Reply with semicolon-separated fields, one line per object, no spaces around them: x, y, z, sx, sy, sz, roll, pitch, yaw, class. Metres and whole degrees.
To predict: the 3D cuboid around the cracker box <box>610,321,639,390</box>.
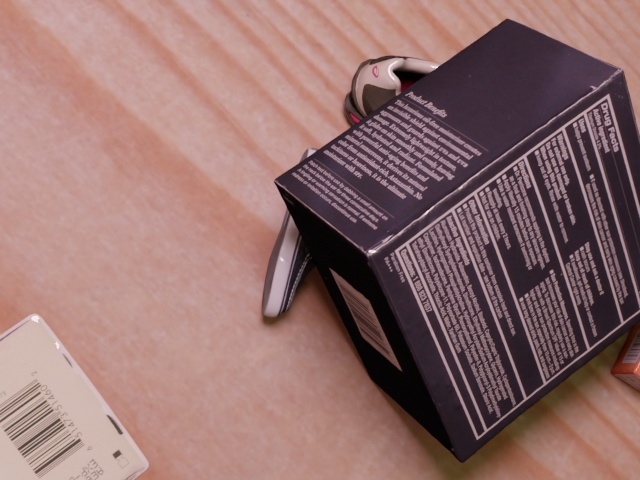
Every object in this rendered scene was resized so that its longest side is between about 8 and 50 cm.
0.459;0.136;1.482;0.232;0.067;0.155;31;79;-9;cracker box

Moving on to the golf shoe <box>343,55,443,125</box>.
0.162;-0.122;1.415;0.273;0.120;0.105;15;79;-13;golf shoe

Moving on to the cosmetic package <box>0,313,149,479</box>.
-0.252;0.161;1.191;0.113;0.309;0.160;-36;92;-14;cosmetic package

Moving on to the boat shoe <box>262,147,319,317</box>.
0.000;0.000;1.390;0.083;0.065;0.183;18;80;-9;boat shoe

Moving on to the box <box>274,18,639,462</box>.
0.160;-0.002;1.306;0.294;0.183;0.296;-35;129;-13;box
